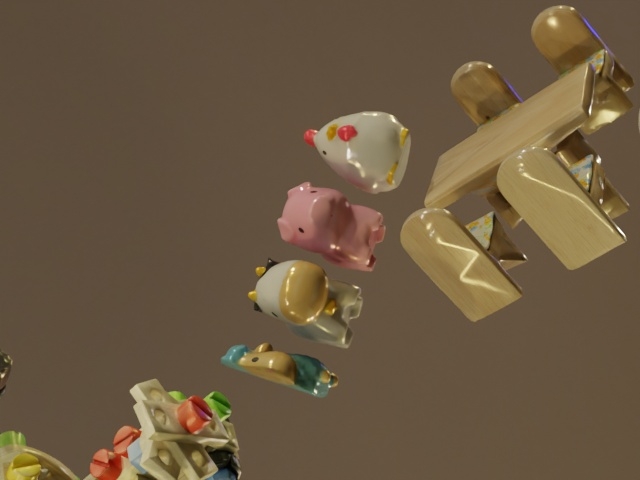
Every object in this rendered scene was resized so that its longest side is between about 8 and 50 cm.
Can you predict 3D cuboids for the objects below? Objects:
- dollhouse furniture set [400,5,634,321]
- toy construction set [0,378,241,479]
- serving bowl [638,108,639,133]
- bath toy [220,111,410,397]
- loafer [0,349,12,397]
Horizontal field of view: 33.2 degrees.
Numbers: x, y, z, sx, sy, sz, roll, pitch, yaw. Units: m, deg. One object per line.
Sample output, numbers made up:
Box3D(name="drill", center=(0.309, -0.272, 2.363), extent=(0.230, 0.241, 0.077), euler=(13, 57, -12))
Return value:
Box3D(name="dollhouse furniture set", center=(0.254, -0.180, 1.170), extent=(0.256, 0.394, 0.362), euler=(46, -145, -16))
Box3D(name="toy construction set", center=(-0.203, 0.221, 1.046), extent=(0.215, 0.328, 0.151), euler=(33, -142, -38))
Box3D(name="serving bowl", center=(0.343, -0.121, 1.070), extent=(0.083, 0.027, 0.083), euler=(-5, -81, -37))
Box3D(name="bath toy", center=(0.000, 0.000, 1.248), extent=(0.151, 0.129, 0.348), euler=(70, -142, -70))
Box3D(name="loafer", center=(-0.428, 0.053, 1.028), extent=(0.303, 0.095, 0.109), euler=(29, -168, -4))
